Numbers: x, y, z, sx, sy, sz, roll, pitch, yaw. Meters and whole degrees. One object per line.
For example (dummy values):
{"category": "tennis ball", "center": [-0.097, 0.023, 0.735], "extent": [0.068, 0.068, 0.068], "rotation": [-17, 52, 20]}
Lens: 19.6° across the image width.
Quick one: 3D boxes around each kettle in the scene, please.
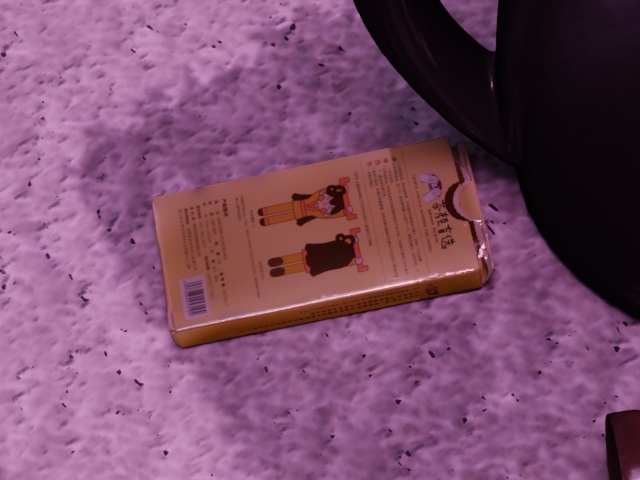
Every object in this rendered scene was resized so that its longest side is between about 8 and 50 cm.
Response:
{"category": "kettle", "center": [0.144, -0.104, 0.728], "extent": [0.268, 0.290, 0.207], "rotation": [-4, 65, 7]}

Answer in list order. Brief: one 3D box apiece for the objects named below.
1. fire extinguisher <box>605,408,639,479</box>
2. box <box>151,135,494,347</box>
{"category": "fire extinguisher", "center": [0.245, 0.103, 0.748], "extent": [0.252, 0.106, 0.075], "rotation": [-8, 25, 2]}
{"category": "box", "center": [0.000, 0.000, 0.845], "extent": [0.149, 0.020, 0.073], "rotation": [-11, 62, 2]}
